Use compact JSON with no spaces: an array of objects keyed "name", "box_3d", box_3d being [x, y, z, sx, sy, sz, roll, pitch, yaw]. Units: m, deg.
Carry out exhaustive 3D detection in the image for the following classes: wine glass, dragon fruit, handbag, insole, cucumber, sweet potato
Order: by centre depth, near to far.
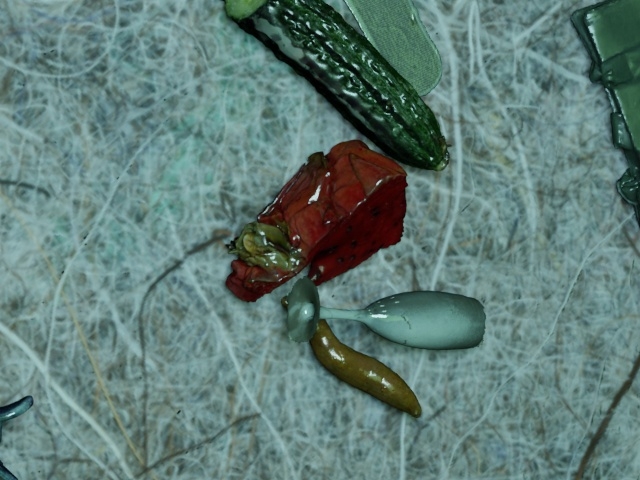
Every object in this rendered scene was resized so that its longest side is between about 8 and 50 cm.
[{"name":"cucumber","box_3d":[0.021,-0.162,1.694,0.265,0.077,0.077,41,81,-17]},{"name":"wine glass","box_3d":[0.065,0.070,1.701,0.198,0.066,0.066,5,91,-32]},{"name":"dragon fruit","box_3d":[-0.012,-0.014,1.704,0.192,0.122,0.092,-38,63,-8]},{"name":"sweet potato","box_3d":[0.026,0.114,1.722,0.179,0.044,0.044,40,81,-10]},{"name":"insole","box_3d":[0.053,-0.244,1.733,0.080,0.003,0.232,-26,99,-14]},{"name":"handbag","box_3d":[0.396,-0.155,1.802,0.260,0.079,0.248,-23,98,-14]}]

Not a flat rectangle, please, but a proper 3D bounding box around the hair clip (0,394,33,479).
[{"name":"hair clip","box_3d":[-0.398,0.155,1.602,0.275,0.048,0.083,11,92,-12]}]
